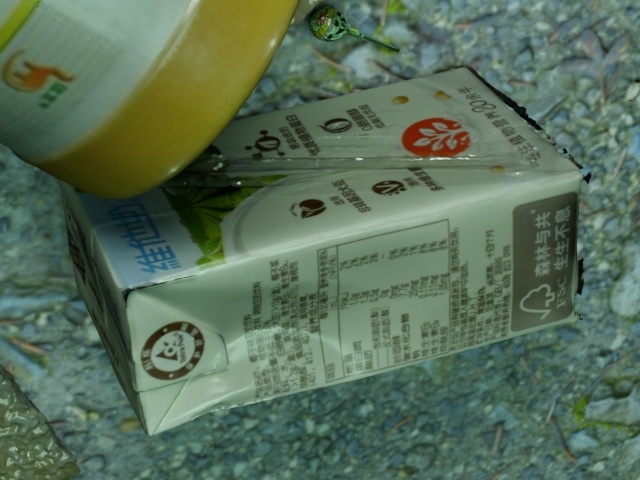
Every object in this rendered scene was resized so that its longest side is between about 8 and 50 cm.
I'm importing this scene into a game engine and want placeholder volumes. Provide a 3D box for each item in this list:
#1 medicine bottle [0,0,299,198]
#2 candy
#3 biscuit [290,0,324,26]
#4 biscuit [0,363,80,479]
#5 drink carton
[{"bbox_3d":[-0.161,-0.173,0.864,0.232,0.238,0.238,28,105,-31],"label":"medicine bottle"},{"bbox_3d":[0.026,-0.147,1.104,0.083,0.025,0.023,18,154,-40],"label":"candy"},{"bbox_3d":[0.069,-0.272,1.022,0.379,0.054,0.094,-38,127,1],"label":"biscuit"},{"bbox_3d":[-0.280,0.119,1.119,0.133,0.032,0.250,-27,128,-5],"label":"biscuit"},{"bbox_3d":[0.001,0.000,1.071,0.325,0.194,0.132,-13,122,-16],"label":"drink carton"}]
